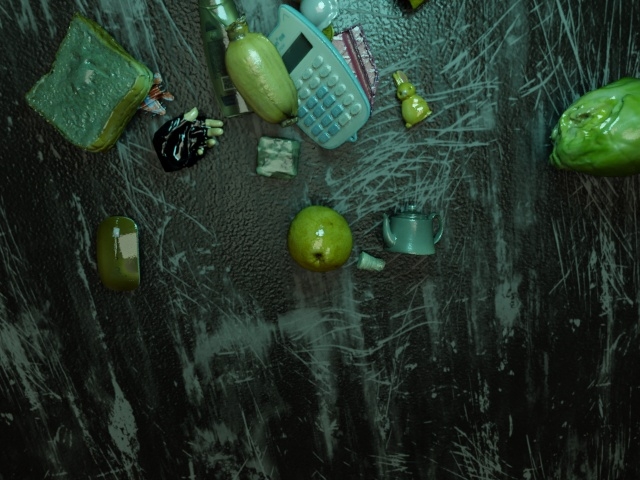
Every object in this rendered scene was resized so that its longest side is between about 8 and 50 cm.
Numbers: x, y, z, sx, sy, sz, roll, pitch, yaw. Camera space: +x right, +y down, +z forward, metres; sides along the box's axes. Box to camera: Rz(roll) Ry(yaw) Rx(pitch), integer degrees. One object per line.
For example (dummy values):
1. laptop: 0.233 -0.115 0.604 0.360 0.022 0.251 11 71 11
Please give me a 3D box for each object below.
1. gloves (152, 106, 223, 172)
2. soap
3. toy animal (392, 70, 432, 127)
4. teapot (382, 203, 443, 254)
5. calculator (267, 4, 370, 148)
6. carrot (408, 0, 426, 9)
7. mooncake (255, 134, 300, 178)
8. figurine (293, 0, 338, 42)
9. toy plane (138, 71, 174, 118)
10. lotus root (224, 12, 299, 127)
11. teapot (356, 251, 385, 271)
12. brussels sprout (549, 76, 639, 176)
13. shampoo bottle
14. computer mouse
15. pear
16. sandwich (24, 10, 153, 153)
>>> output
1. gloves: -0.376 -0.294 1.410 0.203 0.124 0.164 -26 130 -17
2. soap: 0.081 -0.459 1.386 0.162 0.099 0.250 -21 105 4
3. toy animal: 0.253 -0.418 1.425 0.083 0.070 0.159 -29 100 8
4. teapot: 0.285 -0.038 1.504 0.239 0.162 0.149 0 95 -28
5. calculator: -0.021 -0.428 1.340 0.386 0.054 0.256 52 138 -5
6. carrot: 0.337 -0.750 1.307 0.302 0.114 0.114 -37 104 10
7. mooncake: -0.126 -0.246 1.453 0.130 0.073 0.125 8 109 -3
8. figurine: -0.022 -0.649 1.288 0.143 0.143 0.271 -7 79 0
9. toy plane: -0.522 -0.398 1.400 0.189 0.061 0.130 -27 106 10
10. lotus root: -0.158 -0.435 1.296 0.131 0.146 0.303 -6 124 45
11. teapot: 0.163 0.075 1.572 0.083 0.057 0.067 14 143 -10
12. brussels sprout: 0.802 -0.309 1.348 0.344 0.344 0.268 -2 99 -2
13. shampoo bottle: -0.260 -0.525 1.359 0.126 0.084 0.350 -8 106 14
14. computer mouse: -0.630 0.046 1.528 0.126 0.056 0.245 3 105 -4
15. pear: 0.000 0.000 1.466 0.209 0.209 0.208 -1 106 -2
16. sandwich: -0.633 -0.415 1.341 0.271 0.099 0.301 41 102 7
